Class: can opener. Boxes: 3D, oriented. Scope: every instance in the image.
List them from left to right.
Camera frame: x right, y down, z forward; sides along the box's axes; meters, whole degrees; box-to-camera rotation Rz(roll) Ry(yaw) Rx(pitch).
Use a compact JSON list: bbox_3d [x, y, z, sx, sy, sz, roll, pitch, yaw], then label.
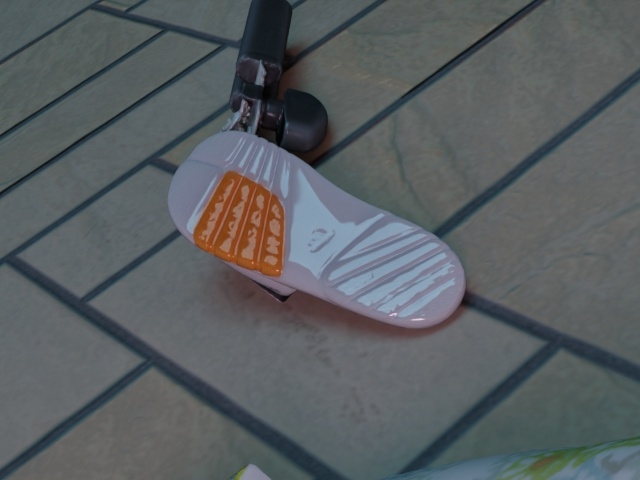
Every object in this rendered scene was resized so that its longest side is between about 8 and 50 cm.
[{"bbox_3d":[-0.046,-0.149,1.269,0.093,0.074,0.280,11,33,-9],"label":"can opener"}]

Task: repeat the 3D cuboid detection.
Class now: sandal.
[{"bbox_3d":[-0.006,0.008,0.992,0.265,0.076,0.102,29,72,29],"label":"sandal"}]

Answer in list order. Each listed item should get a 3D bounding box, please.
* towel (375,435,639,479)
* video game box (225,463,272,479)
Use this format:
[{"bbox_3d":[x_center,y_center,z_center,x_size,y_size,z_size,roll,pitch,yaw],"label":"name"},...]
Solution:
[{"bbox_3d":[0.023,0.227,0.509,0.374,0.090,0.320,-50,16,-31],"label":"towel"},{"bbox_3d":[-0.113,0.222,0.643,0.205,0.048,0.187,-40,12,33],"label":"video game box"}]
